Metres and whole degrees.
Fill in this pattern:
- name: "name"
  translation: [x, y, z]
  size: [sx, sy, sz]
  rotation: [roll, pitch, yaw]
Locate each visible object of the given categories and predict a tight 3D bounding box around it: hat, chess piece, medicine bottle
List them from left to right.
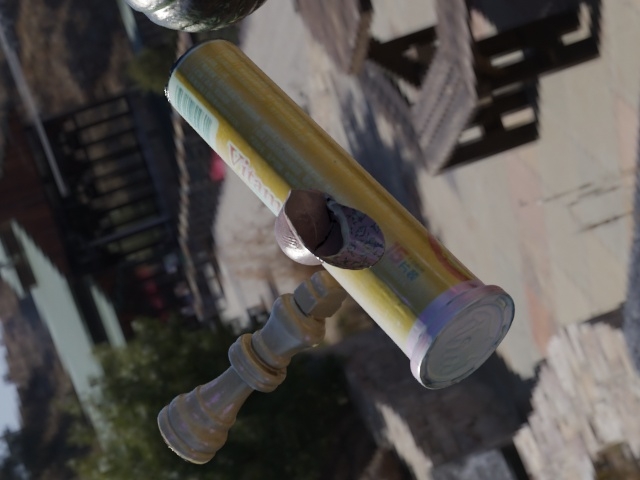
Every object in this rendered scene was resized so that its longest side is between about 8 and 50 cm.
- name: "chess piece"
  translation: [-0.100, 0.198, 2.239]
  size: [0.117, 0.397, 0.117]
  rotation: [38, -159, -18]
- name: "hat"
  translation: [0.002, 0.003, 0.907]
  size: [0.087, 0.058, 0.042]
  rotation: [43, 138, 34]
- name: "medicine bottle"
  translation: [0.004, -0.043, 1.292]
  size: [0.426, 0.108, 0.108]
  rotation: [47, 160, 32]

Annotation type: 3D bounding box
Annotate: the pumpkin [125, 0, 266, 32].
- name: "pumpkin"
  translation: [-0.144, -0.374, 1.655]
  size: [0.216, 0.250, 0.250]
  rotation: [-15, 96, 41]
